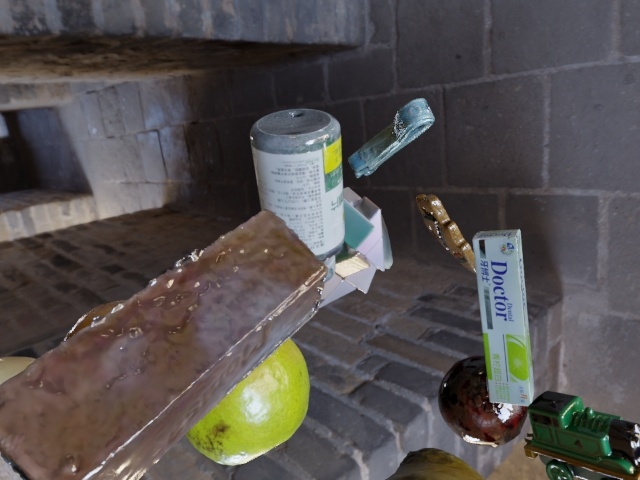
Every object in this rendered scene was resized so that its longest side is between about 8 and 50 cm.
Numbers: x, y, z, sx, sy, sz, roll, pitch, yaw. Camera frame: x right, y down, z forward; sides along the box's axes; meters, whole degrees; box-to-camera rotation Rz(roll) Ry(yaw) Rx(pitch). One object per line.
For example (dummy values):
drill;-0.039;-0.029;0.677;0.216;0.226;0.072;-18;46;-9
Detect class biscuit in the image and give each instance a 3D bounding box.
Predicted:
biscuit;0.384;-0.018;1.467;0.301;0.043;0.278;56;-179;24

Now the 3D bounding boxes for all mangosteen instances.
mangosteen;0.364;0.360;1.088;0.210;0.210;0.209;20;119;42

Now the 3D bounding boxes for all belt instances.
belt;0.176;-0.263;1.283;0.302;0.087;0.072;-37;75;47

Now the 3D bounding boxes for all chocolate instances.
chocolate;-0.130;0.104;0.442;0.112;0.321;0.111;39;143;19

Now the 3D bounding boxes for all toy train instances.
toy train;0.410;0.310;0.738;0.228;0.091;0.136;-12;98;57

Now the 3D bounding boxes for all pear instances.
pear;-0.217;0.387;1.318;0.391;0.391;0.390;20;119;42

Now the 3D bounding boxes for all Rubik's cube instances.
Rubik's cube;0.000;0.000;1.487;0.387;0.368;0.358;-47;45;7

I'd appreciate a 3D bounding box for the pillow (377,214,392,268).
pillow;0.178;-0.022;1.641;0.078;0.144;0.253;-23;75;31

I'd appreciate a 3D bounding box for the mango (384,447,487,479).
mango;0.116;0.299;0.436;0.176;0.329;0.176;-27;71;10

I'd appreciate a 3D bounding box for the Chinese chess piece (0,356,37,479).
Chinese chess piece;-0.415;0.291;0.642;0.270;0.112;0.269;4;99;22

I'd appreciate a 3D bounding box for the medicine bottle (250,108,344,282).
medicine bottle;-0.031;-0.061;0.814;0.141;0.141;0.292;28;135;38

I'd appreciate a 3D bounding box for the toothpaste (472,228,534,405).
toothpaste;0.349;0.148;0.919;0.081;0.067;0.336;-3;104;29

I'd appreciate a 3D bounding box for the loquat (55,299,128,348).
loquat;-0.403;0.283;1.022;0.329;0.329;0.327;20;119;42
